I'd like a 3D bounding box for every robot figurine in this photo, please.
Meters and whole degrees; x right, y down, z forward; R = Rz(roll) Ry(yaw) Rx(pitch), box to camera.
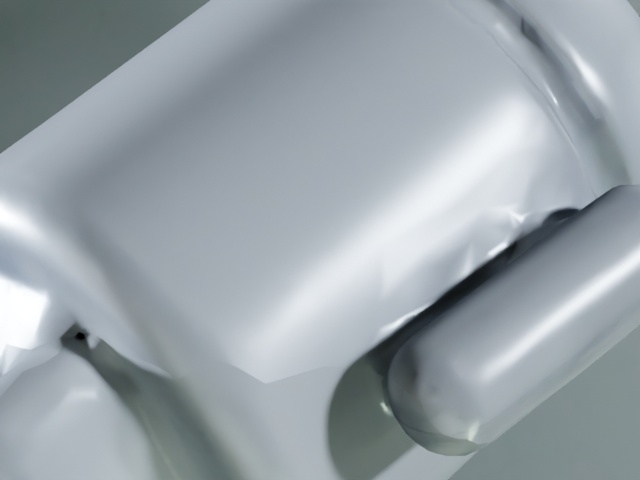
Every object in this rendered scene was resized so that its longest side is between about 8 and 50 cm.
[{"bbox_3d":[0.000,0.000,0.719,0.300,0.353,0.200,21,143,49],"label":"robot figurine"}]
